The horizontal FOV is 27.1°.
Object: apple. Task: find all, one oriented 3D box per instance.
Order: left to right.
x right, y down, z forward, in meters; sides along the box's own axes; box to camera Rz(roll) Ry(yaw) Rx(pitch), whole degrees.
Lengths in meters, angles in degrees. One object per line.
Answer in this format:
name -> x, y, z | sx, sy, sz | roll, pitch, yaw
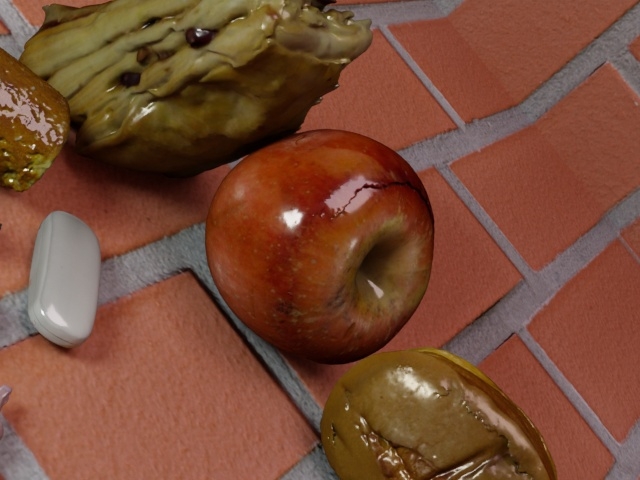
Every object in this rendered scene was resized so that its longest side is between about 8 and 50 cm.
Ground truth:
apple -> 0.000, 0.000, 1.448 | 0.272, 0.251, 0.206 | -2, 25, -46

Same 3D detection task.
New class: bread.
bread -> -0.329, -0.134, 1.269 | 0.172, 0.103, 0.132 | 38, 16, -24
bread -> -0.113, -0.178, 1.449 | 0.314, 0.370, 0.191 | -1, 84, -58
bread -> 0.128, 0.231, 1.388 | 0.270, 0.195, 0.142 | 48, 19, 9

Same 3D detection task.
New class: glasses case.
glasses case -> -0.240, 0.034, 1.248 | 0.063, 0.041, 0.164 | 35, 28, -30

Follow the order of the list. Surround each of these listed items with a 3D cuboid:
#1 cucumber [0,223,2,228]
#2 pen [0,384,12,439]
cucumber -> -0.379, -0.049, 1.129 | 0.245, 0.067, 0.067 | 21, 37, -48
pen -> -0.287, 0.158, 1.017 | 0.053, 0.032, 0.197 | 46, 27, -5
